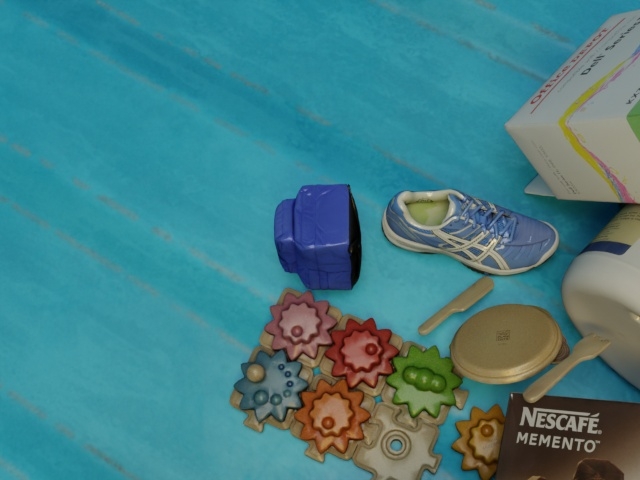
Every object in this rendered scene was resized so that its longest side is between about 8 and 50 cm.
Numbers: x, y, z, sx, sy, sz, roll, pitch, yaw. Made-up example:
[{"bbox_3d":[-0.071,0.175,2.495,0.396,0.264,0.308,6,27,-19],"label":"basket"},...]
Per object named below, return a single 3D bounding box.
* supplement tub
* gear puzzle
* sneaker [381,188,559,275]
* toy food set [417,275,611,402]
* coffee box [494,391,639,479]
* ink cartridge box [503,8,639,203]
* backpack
[{"bbox_3d":[0.437,0.010,0.935,0.316,0.228,0.228,-43,72,-11],"label":"supplement tub"},{"bbox_3d":[0.070,0.184,0.999,0.339,0.044,0.175,23,73,13],"label":"gear puzzle"},{"bbox_3d":[0.176,-0.013,1.045,0.211,0.081,0.080,7,68,6],"label":"sneaker"},{"bbox_3d":[0.209,0.117,0.979,0.132,0.038,0.192,-33,34,-18],"label":"toy food set"},{"bbox_3d":[0.319,0.247,0.836,0.297,0.119,0.168,-3,65,43],"label":"coffee box"},{"bbox_3d":[0.342,-0.149,0.939,0.207,0.353,0.119,-45,107,-12],"label":"ink cartridge box"},{"bbox_3d":[0.000,0.000,1.035,0.101,0.120,0.098,0,59,10],"label":"backpack"}]
